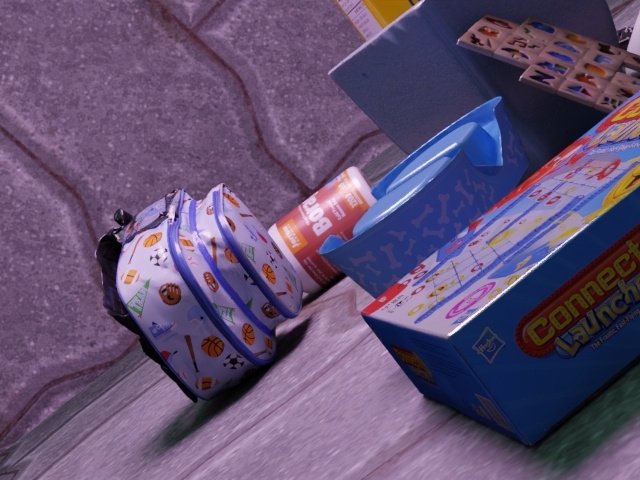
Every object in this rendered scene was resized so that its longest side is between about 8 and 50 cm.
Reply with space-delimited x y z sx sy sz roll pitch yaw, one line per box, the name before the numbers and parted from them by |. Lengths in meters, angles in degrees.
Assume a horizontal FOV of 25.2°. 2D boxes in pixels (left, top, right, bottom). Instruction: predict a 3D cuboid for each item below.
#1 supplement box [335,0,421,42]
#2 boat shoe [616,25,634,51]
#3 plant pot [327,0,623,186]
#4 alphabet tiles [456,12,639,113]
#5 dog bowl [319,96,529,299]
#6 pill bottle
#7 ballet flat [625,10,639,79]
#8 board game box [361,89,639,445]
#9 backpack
supplement box | 0.194 -0.281 1.968 0.195 0.356 0.194 -38 6 -4
boat shoe | 0.450 -0.296 2.130 0.125 0.038 0.046 -36 6 16
plant pot | 0.213 -0.201 1.715 0.247 0.252 0.248 -41 7 -28
alphabet tiles | 0.268 -0.182 1.496 0.198 0.237 0.009 -46 -25 -59
dog bowl | 0.109 -0.038 1.373 0.166 0.074 0.297 -34 7 31
pill bottle | 0.000 0.000 2.096 0.216 0.121 0.121 -37 5 6
ballet flat | 0.505 -0.366 1.764 0.400 0.139 0.139 -41 5 6
board game box | 0.194 -0.001 1.015 0.302 0.086 0.308 -38 5 -7
backpack | -0.147 0.072 1.856 0.213 0.276 0.263 -37 18 20
